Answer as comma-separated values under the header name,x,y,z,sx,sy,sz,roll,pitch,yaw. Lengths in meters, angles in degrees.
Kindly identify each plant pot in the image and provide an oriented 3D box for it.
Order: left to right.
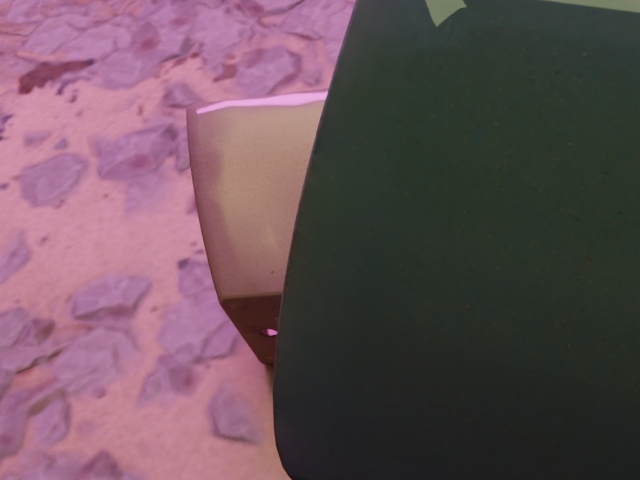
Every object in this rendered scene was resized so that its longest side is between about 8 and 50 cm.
name,x,y,z,sx,sy,sz,roll,pitch,yaw
plant pot,0.000,0.000,0.641,0.109,0.109,0.096,-5,60,13
plant pot,0.148,-0.014,0.484,0.235,0.293,0.293,17,55,15
